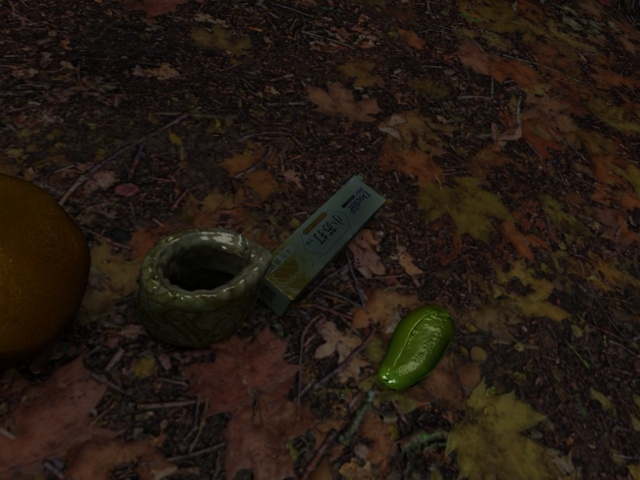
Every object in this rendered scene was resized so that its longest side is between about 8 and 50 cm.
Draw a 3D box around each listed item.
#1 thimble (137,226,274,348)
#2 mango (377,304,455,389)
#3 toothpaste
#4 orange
[{"bbox_3d":[-0.167,0.067,0.816,0.190,0.144,0.137,-12,56,-26],"label":"thimble"},{"bbox_3d":[0.149,0.170,0.888,0.091,0.074,0.165,44,64,11],"label":"mango"},{"bbox_3d":[0.000,0.000,0.981,0.089,0.071,0.313,38,50,8],"label":"toothpaste"},{"bbox_3d":[-0.422,0.037,0.692,0.264,0.264,0.264,9,50,-11],"label":"orange"}]
